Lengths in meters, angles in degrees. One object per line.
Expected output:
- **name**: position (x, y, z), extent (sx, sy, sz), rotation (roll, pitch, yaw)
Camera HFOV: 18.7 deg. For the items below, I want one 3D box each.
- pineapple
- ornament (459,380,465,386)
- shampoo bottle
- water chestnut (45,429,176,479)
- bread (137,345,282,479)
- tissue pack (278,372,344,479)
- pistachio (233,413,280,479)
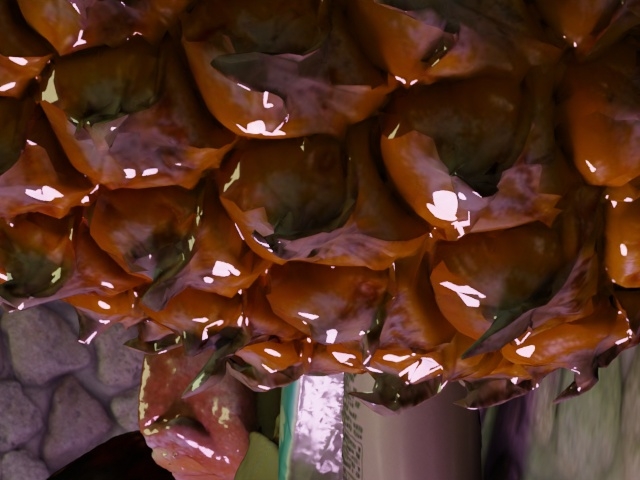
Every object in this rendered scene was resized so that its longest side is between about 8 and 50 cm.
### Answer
- **pineapple**: position (0.014, -0.106, 0.746), extent (0.352, 0.300, 0.352), rotation (-173, 90, -84)
- **ornament**: position (0.072, -0.070, 0.999), extent (0.230, 0.061, 0.245), rotation (51, -134, -42)
- **shampoo bottle**: position (0.051, 0.138, 1.088), extent (0.127, 0.078, 0.257), rotation (-116, 25, -70)
- **water chestnut**: position (-0.115, 0.333, 1.775), extent (0.350, 0.302, 0.350), rotation (13, 106, 53)
- **bread**: position (-0.062, 0.116, 1.659), extent (0.244, 0.123, 0.190), rotation (-57, -40, -55)
- **tissue pack**: position (0.038, 0.031, 1.268), extent (0.271, 0.124, 0.201), rotation (-90, 11, -54)
- **pistachio**: position (-0.002, 0.201, 1.472), extent (0.152, 0.126, 0.223), rotation (64, 165, 5)
